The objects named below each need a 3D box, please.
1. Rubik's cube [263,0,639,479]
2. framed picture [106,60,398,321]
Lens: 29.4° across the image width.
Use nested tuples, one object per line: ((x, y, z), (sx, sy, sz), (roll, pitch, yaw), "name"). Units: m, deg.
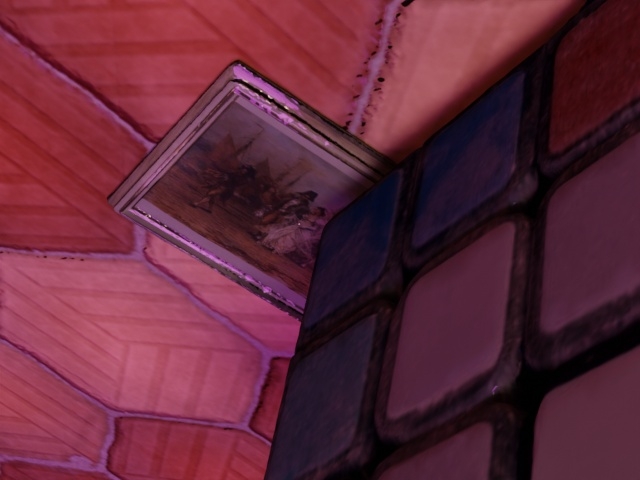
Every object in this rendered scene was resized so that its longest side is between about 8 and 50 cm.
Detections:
((0.197, 0.119, 0.646), (0.358, 0.363, 0.362), (30, 138, -17), "Rubik's cube")
((0.000, 0.000, 0.873), (0.274, 0.017, 0.217), (31, 142, -15), "framed picture")
